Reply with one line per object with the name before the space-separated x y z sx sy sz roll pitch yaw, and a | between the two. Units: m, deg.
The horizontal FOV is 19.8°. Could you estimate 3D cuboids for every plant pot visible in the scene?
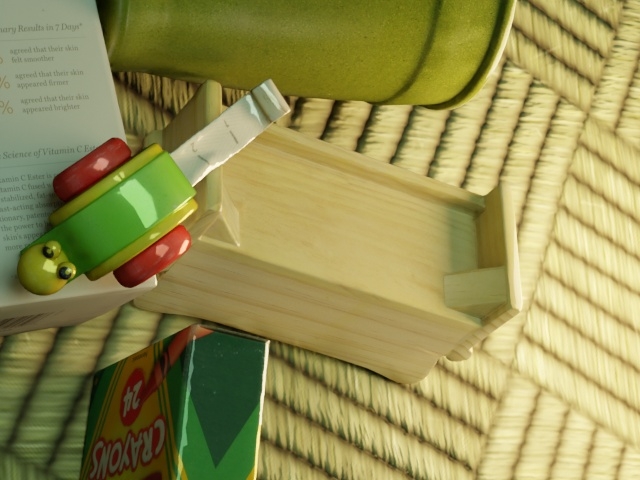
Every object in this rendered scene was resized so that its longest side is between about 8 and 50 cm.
plant pot | -0.056 -0.286 1.698 0.352 0.366 0.367 -8 79 -22

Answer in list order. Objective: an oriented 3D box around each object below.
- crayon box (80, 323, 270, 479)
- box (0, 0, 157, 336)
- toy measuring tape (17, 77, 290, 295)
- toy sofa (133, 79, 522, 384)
crayon box | -0.135 0.247 1.535 0.081 0.202 0.319 16 66 -27
box | -0.301 -0.095 1.559 0.215 0.168 0.345 -7 80 -34
toy measuring tape | -0.117 -0.055 1.493 0.330 0.121 0.121 -39 97 -36
toy sofa | 0.000 0.000 1.738 0.362 0.177 0.150 17 52 -26
